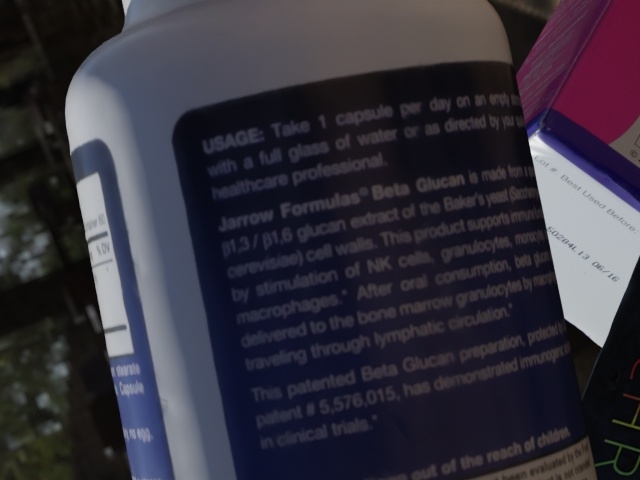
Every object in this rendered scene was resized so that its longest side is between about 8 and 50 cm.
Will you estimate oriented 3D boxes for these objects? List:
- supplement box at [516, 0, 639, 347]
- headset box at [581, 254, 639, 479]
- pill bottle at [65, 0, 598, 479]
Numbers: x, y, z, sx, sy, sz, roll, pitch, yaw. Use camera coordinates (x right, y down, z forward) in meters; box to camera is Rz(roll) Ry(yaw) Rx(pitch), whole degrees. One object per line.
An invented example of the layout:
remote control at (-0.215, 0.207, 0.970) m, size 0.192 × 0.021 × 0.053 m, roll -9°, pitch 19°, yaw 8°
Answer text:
supplement box at (0.160, -0.074, 0.770) m, size 0.111 × 0.220 × 0.114 m, roll 36°, pitch 151°, yaw -5°
headset box at (0.221, 0.082, 0.464) m, size 0.283 × 0.246 × 0.131 m, roll 14°, pitch 163°, yaw 42°
pill bottle at (0.000, 0.000, 0.355) m, size 0.094 × 0.094 × 0.169 m, roll 154°, pitch 105°, yaw -85°
